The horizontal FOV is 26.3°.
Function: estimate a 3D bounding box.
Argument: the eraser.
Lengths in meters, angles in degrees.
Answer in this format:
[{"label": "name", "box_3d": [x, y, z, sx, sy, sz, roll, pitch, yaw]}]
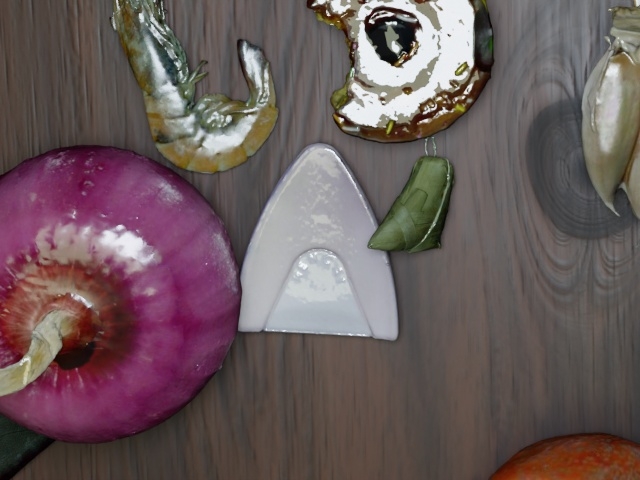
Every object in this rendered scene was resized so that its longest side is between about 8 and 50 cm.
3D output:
[{"label": "eraser", "box_3d": [0.000, 0.000, 1.677, 0.204, 0.059, 0.243, 4, 101, 8]}]

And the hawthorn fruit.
[{"label": "hawthorn fruit", "box_3d": [0.288, 0.324, 1.620, 0.262, 0.210, 0.210, 1, 98, 25]}]

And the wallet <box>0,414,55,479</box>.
[{"label": "wallet", "box_3d": [-0.499, 0.286, 1.791, 0.318, 0.045, 0.172, -43, 93, 10]}]

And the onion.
[{"label": "onion", "box_3d": [-0.262, 0.074, 1.606, 0.358, 0.345, 0.358, -9, 115, -20]}]

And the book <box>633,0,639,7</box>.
[{"label": "book", "box_3d": [0.431, -0.258, 1.608, 0.118, 0.012, 0.172, -8, 96, 9]}]

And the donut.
[{"label": "donut", "box_3d": [0.095, -0.234, 1.616, 0.216, 0.096, 0.230, -23, 94, 8]}]

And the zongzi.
[{"label": "zongzi", "box_3d": [0.108, -0.061, 1.622, 0.062, 0.130, 0.154, 19, 100, 38]}]

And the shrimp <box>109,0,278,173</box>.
[{"label": "shrimp", "box_3d": [-0.156, -0.228, 1.675, 0.169, 0.058, 0.296, -20, 98, 3]}]

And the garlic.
[{"label": "garlic", "box_3d": [0.414, -0.125, 1.527, 0.237, 0.210, 0.292, -15, 107, 3]}]
